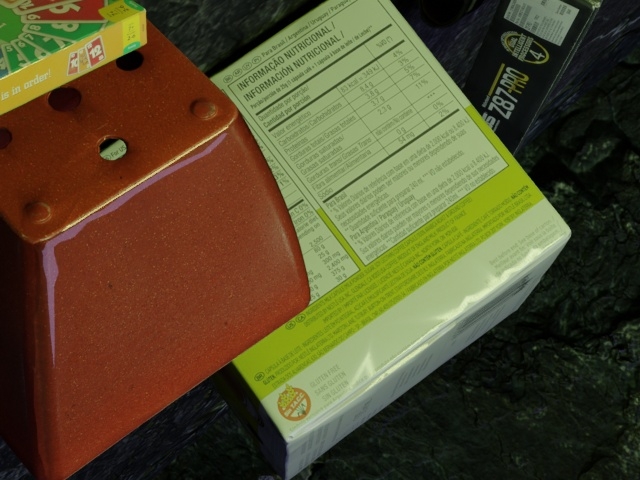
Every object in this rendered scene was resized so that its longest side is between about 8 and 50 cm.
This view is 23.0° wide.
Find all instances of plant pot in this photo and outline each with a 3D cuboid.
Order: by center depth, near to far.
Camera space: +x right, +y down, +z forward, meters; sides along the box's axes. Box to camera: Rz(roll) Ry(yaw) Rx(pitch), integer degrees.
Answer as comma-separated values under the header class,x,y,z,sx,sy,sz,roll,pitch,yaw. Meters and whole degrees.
class,x,y,z,sx,sy,sz,roll,pitch,yaw
plant pot,-0.182,-0.035,1.170,0.267,0.267,0.236,-34,154,-24

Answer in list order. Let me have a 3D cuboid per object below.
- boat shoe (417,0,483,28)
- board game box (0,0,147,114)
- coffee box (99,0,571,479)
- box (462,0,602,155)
class,x,y,z,sx,sy,sz,roll,pitch,yaw
boat shoe,0.146,-0.284,1.627,0.079,0.084,0.233,-38,171,-10
board game box,-0.244,-0.109,0.958,0.259,0.124,0.039,-34,144,-31
coffee box,0.000,0.000,1.614,0.338,0.334,0.337,-35,169,-11
box,0.262,-0.296,1.619,0.318,0.097,0.395,-61,175,-17
